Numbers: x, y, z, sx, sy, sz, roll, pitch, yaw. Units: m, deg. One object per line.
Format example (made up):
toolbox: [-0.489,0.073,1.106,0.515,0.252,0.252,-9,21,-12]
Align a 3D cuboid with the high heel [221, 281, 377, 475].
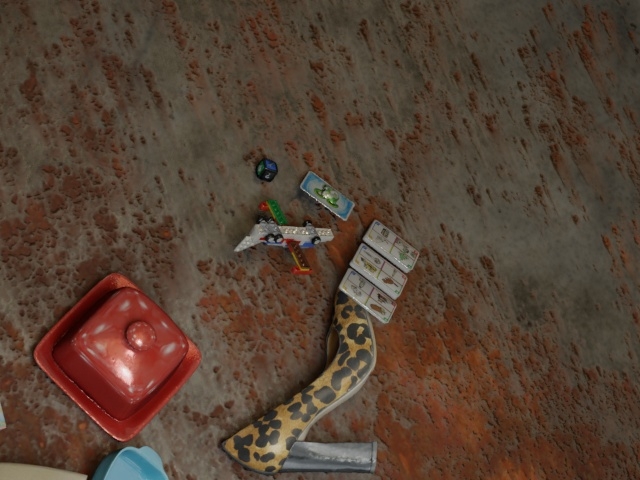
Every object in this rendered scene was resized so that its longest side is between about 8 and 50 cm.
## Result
high heel: [-0.028,0.162,1.832,0.186,0.093,0.261,3,62,-8]

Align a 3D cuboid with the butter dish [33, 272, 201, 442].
butter dish: [-0.222,0.123,1.731,0.160,0.118,0.160,45,60,-3]

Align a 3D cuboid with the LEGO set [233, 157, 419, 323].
LEGO set: [0.000,0.000,1.910,0.244,0.060,0.182,37,34,-5]

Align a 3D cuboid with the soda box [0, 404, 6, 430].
soda box: [-0.438,0.197,1.611,0.183,0.063,0.058,-4,73,-43]

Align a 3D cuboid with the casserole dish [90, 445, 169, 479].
casserole dish: [-0.234,0.319,1.677,0.114,0.037,0.188,50,53,-44]

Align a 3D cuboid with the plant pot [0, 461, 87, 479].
plant pot: [-0.323,0.301,1.633,0.096,0.109,0.109,23,63,-2]
